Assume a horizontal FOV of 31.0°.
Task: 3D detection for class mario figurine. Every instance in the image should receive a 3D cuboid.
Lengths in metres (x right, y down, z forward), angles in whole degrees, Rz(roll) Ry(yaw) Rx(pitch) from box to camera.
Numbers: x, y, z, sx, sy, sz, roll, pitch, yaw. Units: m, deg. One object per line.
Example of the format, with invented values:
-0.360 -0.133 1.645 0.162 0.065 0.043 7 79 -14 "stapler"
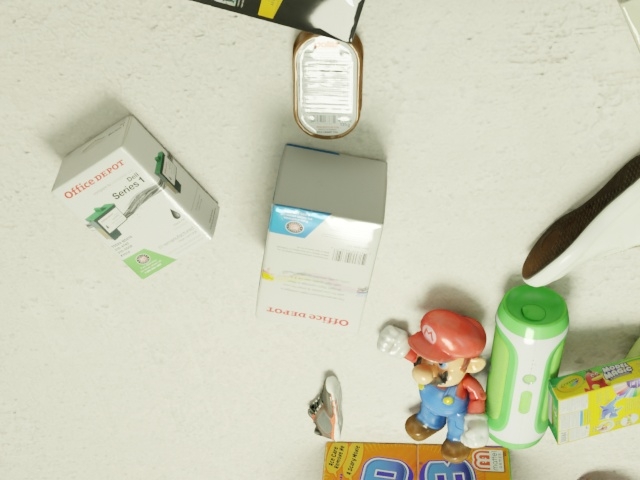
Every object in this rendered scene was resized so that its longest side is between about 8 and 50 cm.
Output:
0.195 0.258 2.004 0.198 0.170 0.321 1 130 6 "mario figurine"

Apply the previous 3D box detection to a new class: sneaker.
0.006 0.315 2.135 0.064 0.061 0.158 4 128 9 "sneaker"
0.450 -0.002 1.813 0.123 0.106 0.290 36 121 -19 "sneaker"

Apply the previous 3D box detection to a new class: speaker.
0.350 0.221 1.985 0.131 0.131 0.297 3 128 2 "speaker"

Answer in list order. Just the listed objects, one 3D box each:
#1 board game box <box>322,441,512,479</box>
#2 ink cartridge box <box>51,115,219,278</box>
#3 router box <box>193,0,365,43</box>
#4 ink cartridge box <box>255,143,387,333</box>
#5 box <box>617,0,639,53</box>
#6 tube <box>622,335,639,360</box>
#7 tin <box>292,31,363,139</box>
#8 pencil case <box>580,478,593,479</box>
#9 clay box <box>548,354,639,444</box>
0.179 0.638 2.183 0.356 0.356 0.356 0 128 4 "board game box"
-0.293 -0.066 1.834 0.160 0.093 0.219 -30 121 24 "ink cartridge box"
-0.031 -0.437 1.526 0.243 0.081 0.309 14 128 -7 "router box"
0.000 0.000 1.813 0.171 0.168 0.233 10 128 -3 "ink cartridge box"
0.498 -0.262 1.602 0.094 0.113 0.275 -22 125 21 "box"
0.593 0.147 1.955 0.062 0.070 0.240 40 127 20 "tube"
0.011 -0.234 1.714 0.106 0.040 0.190 -1 128 0 "tin"
0.656 0.590 2.237 0.386 0.167 0.160 20 95 -11 "pencil case"
0.499 0.264 1.952 0.222 0.053 0.127 -15 133 -5 "clay box"
